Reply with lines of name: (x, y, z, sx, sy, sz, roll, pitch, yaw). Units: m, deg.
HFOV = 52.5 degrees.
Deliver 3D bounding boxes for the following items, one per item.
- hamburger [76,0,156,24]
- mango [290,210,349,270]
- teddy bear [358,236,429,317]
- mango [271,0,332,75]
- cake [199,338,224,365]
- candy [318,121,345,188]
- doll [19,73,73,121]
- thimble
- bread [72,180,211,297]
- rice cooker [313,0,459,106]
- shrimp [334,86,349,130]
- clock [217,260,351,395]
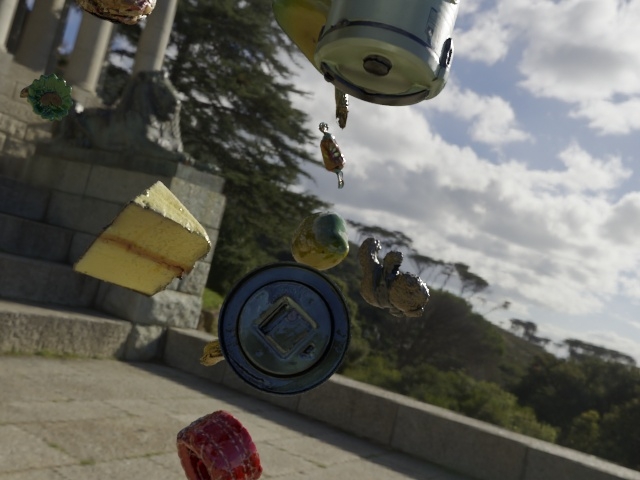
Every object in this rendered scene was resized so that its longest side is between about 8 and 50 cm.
hamburger: (-0.567, -0.702, 1.803, 0.231, 0.231, 0.107, 16, -39, -25)
mango: (-0.003, 0.000, 1.306, 0.122, 0.085, 0.191, -19, 20, 10)
teddy bear: (0.162, 0.108, 1.595, 0.251, 0.129, 0.182, 33, -27, 56)
mango: (0.012, -0.414, 1.303, 0.237, 0.091, 0.137, 44, -46, -14)
cake: (-0.230, 0.271, 1.726, 0.185, 0.080, 0.116, -9, -17, -34)
candy: (0.033, -0.219, 1.681, 0.046, 0.182, 0.053, -7, 17, 42)
doll: (-0.481, -0.266, 1.139, 0.078, 0.077, 0.113, -5, 35, -30)
thimble: (-0.223, 0.485, 1.440, 0.125, 0.190, 0.163, -28, 8, -40)
bread: (-0.347, 0.027, 1.297, 0.178, 0.240, 0.135, 46, 27, -7)
rice cooker: (0.115, -0.344, 1.095, 0.226, 0.244, 0.226, 14, -15, 4)
shrimp: (0.057, -0.359, 1.537, 0.034, 0.178, 0.124, 1, -10, -10)
clock: (-0.057, 0.142, 1.049, 0.215, 0.215, 0.042, 13, -12, 4)
